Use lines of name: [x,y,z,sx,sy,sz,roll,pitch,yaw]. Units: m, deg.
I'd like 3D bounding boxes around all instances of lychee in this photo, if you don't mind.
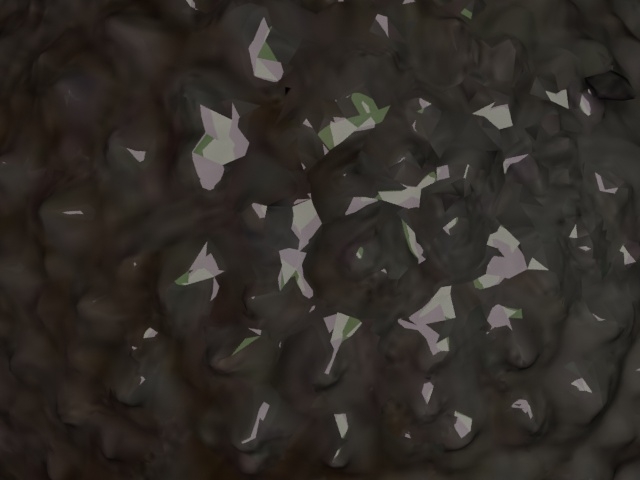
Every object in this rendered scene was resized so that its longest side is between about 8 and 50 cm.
lychee: [-0.005,0.002,0.541,0.300,0.300,0.300,0,90,8]
